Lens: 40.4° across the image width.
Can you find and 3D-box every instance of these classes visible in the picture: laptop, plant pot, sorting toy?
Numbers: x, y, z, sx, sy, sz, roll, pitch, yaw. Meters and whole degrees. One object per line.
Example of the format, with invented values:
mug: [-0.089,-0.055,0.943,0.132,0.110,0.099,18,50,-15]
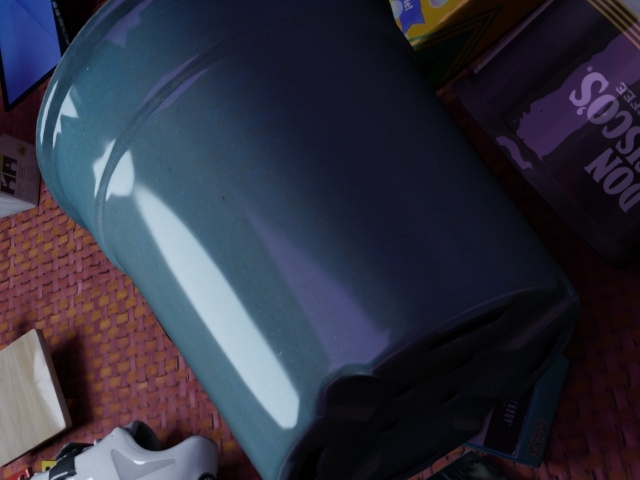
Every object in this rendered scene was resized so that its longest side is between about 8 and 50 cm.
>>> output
laptop: [-0.454,-0.374,1.290,0.136,0.264,0.234,-15,63,-8]
plant pot: [0.000,0.000,0.684,0.341,0.341,0.334,-44,59,17]
sorting toy: [-0.366,0.207,1.100,0.132,0.046,0.274,-32,70,24]

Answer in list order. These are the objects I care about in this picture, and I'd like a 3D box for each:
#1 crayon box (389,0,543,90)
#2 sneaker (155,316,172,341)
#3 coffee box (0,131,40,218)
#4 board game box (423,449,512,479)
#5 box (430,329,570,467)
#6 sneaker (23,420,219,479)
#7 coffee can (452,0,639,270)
crayon box: [0.101,-0.275,0.900,0.323,0.083,0.203,-38,58,20]
sneaker: [-0.101,0.016,0.927,0.087,0.130,0.227,32,94,36]
coffee box: [-0.530,-0.108,1.195,0.141,0.246,0.098,-13,69,32]
board game box: [0.104,0.246,0.684,0.126,0.186,0.026,33,129,37]
box: [0.091,0.121,0.793,0.244,0.060,0.100,11,75,37]
sneaker: [-0.240,0.276,0.962,0.330,0.122,0.146,-9,48,29]
coffee can: [0.269,-0.141,0.663,0.275,0.201,0.201,-43,56,17]
